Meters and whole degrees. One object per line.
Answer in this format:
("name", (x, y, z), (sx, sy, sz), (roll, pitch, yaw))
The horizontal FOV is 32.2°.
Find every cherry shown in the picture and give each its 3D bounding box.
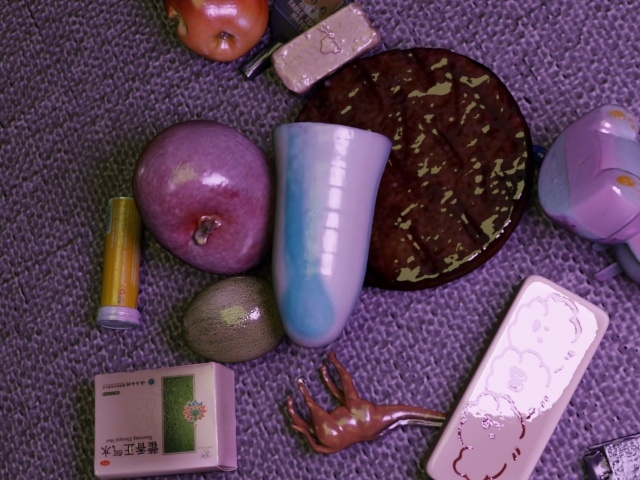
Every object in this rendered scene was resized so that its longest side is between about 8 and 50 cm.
("cherry", (-0.176, -0.077, 1.768), (0.221, 0.261, 0.307), (-42, 26, 7))

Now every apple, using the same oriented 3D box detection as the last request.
("apple", (-0.179, -0.401, 1.897), (0.199, 0.199, 0.199), (-4, 74, 15))

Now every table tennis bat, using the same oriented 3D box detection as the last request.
("table tennis bat", (-0.044, -0.364, 1.927), (0.236, 0.027, 0.150), (-41, 70, 0))

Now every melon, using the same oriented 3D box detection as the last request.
("melon", (-0.128, 0.124, 1.756), (0.192, 0.139, 0.139), (-14, 72, 7))

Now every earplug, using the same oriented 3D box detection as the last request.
("earplug", (0.000, 0.000, 1.659), (0.185, 0.185, 0.324), (5, 84, 17))

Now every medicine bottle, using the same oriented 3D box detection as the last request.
("medicine bottle", (-0.337, 0.037, 1.876), (0.074, 0.074, 0.218), (-3, 73, 15))

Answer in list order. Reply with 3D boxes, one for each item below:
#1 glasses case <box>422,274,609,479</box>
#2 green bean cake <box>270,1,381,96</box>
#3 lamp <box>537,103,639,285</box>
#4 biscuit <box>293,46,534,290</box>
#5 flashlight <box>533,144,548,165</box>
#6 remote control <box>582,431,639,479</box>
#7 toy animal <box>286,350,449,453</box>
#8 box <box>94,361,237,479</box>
("glasses case", (0.286, 0.224, 1.622), (0.144, 0.076, 0.336), (28, 84, 3))
("green bean cake", (0.009, -0.318, 1.842), (0.179, 0.109, 0.085), (-31, 94, 6))
("lamp", (0.444, -0.033, 1.569), (0.247, 0.301, 0.247), (-40, 38, 42))
("biscuit", (0.139, -0.114, 1.771), (0.407, 0.091, 0.407), (-5, 75, 17))
("flashlight", (0.378, -0.111, 1.730), (0.035, 0.057, 0.121), (-30, 56, -31))
("remote control", (0.475, 0.468, 1.527), (0.144, 0.062, 0.399), (-18, 73, 12))
("toy animal", (0.085, 0.261, 1.700), (0.224, 0.066, 0.229), (-40, 65, -13))
("box", (-0.248, 0.291, 1.770), (0.212, 0.095, 0.168), (-8, 76, 14))
